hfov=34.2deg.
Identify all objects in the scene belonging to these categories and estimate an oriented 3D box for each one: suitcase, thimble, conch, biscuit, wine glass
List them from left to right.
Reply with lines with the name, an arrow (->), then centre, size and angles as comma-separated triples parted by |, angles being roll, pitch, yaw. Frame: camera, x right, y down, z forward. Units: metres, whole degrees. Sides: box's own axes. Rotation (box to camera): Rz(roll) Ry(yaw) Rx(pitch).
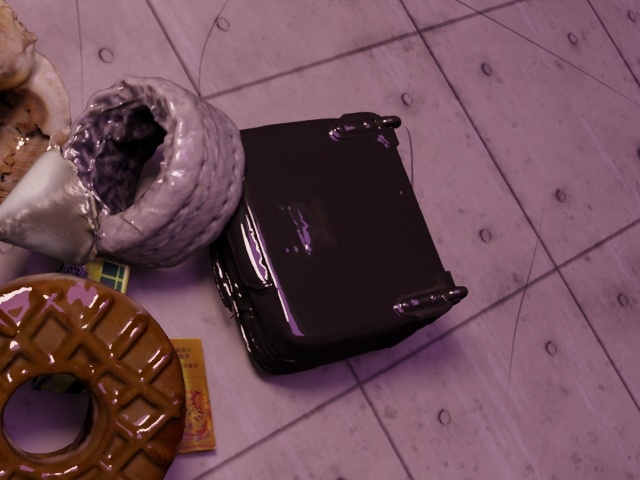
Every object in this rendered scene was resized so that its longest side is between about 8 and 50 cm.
conch -> -0.454, -0.160, 1.312 | 0.263, 0.186, 0.324 | 36, 74, -30
wine glass -> -0.392, -0.009, 1.202 | 0.232, 0.156, 0.156 | -20, 80, -41
biscuit -> -0.312, 0.198, 1.202 | 0.332, 0.103, 0.331 | -3, 97, -22
thimble -> -0.227, -0.088, 1.368 | 0.245, 0.217, 0.157 | -59, 149, 2
suitcase -> 0.000, 0.000, 1.506 | 0.339, 0.188, 0.345 | -10, 74, -33

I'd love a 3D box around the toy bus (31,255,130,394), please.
toy bus -> -0.305, 0.109, 1.330 | 0.101, 0.088, 0.175 | 18, 59, -24

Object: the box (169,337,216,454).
box -> -0.191, 0.208, 1.395 | 0.089, 0.022, 0.156 | -1, 69, -30
